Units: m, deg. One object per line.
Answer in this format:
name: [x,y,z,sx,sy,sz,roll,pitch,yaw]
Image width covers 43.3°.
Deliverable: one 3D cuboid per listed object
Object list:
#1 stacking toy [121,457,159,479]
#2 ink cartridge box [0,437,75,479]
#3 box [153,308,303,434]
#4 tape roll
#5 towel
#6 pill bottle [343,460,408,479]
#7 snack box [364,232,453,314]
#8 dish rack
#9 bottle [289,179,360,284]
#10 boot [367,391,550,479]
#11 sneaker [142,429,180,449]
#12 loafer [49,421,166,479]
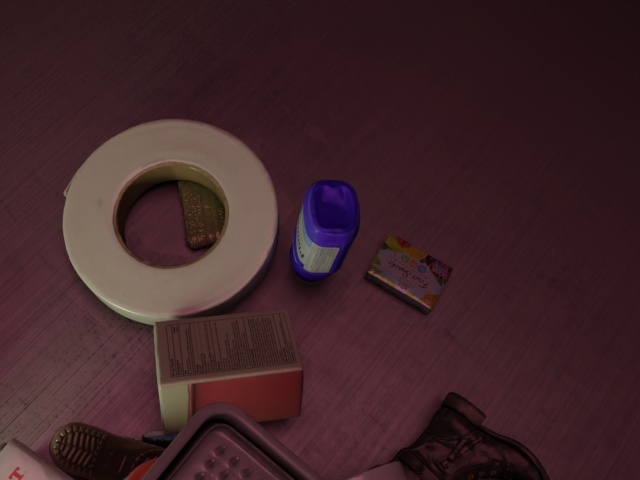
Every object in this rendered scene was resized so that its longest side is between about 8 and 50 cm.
stacking toy: [-0.165,0.462,1.136,0.309,0.130,0.279,17,57,-18]
ink cartridge box: [-0.385,0.526,1.182,0.395,0.166,0.285,34,65,5]
box: [-0.155,0.217,1.351,0.233,0.126,0.148,-5,39,-11]
tape roll: [-0.270,-0.037,1.470,0.393,0.072,0.391,0,70,0]
towel: [-0.211,-0.056,1.540,0.110,0.027,0.148,-7,68,-13]
pill bottle: [0.118,0.560,1.219,0.229,0.229,0.407,-16,70,-16]
snack box: [0.169,0.063,1.547,0.141,0.037,0.100,30,67,4]
dish rack: [-0.104,0.412,1.070,0.333,0.072,0.285,41,53,-2]
bottle: [0.000,0.000,1.410,0.092,0.283,0.118,1,68,-9]
boot: [0.239,0.417,1.391,0.263,0.091,0.229,39,72,12]
sneaker: [-0.204,0.325,1.365,0.191,0.071,0.082,2,47,-9]
loafer: [-0.310,0.360,1.290,0.269,0.092,0.101,36,69,-23]
